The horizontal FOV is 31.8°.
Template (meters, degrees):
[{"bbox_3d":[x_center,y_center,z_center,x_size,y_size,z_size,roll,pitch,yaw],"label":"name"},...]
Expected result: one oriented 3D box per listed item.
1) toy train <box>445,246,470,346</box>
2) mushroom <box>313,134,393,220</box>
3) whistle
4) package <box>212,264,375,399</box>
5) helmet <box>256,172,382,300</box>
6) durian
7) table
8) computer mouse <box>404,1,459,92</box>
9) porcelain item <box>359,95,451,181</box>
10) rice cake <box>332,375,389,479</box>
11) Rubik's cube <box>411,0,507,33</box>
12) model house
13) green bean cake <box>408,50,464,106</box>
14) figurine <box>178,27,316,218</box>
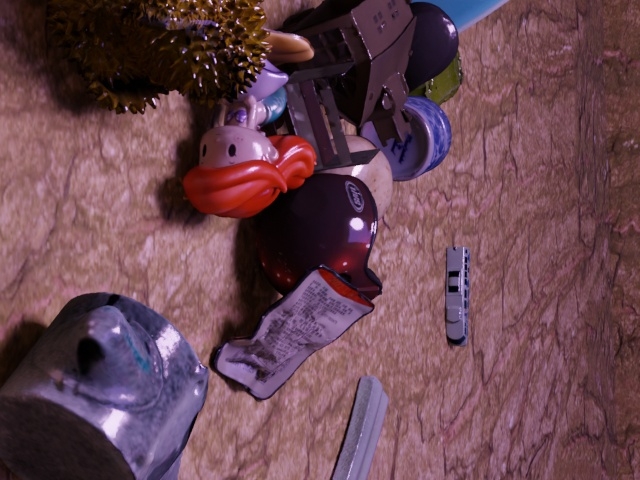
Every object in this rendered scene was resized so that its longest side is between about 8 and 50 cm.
[{"bbox_3d":[0.287,0.118,2.357,0.047,0.043,0.208,12,77,-58],"label":"toy train"},{"bbox_3d":[0.042,-0.090,1.854,0.166,0.127,0.166,-7,100,-44],"label":"mushroom"},{"bbox_3d":[-0.222,0.234,1.280,0.168,0.188,0.405,-61,138,-44],"label":"whistle"},{"bbox_3d":[-0.044,0.136,1.639,0.166,0.232,0.040,37,12,-48],"label":"package"},{"bbox_3d":[0.000,0.000,1.687,0.193,0.216,0.189,11,45,-34],"label":"helmet"},{"bbox_3d":[-0.183,-0.269,1.348,0.293,0.258,0.258,46,48,-57],"label":"durian"},{"bbox_3d":[-0.016,-0.180,1.700,0.062,0.175,0.146,-52,130,-53],"label":"table"},{"bbox_3d":[0.133,-0.320,1.934,0.086,0.269,0.138,-38,99,-24],"label":"computer mouse"},{"bbox_3d":[0.157,-0.187,2.038,0.114,0.147,0.147,-28,113,-58],"label":"porcelain item"},{"bbox_3d":[0.073,0.347,1.955,0.080,0.042,0.222,55,42,-42],"label":"rice cake"},{"bbox_3d":[0.267,-0.598,1.973,0.352,0.351,0.347,51,36,-6],"label":"Rubik's cube"},{"bbox_3d":[0.056,-0.260,1.792,0.243,0.204,0.211,64,35,-20],"label":"model house"},{"bbox_3d":[0.187,-0.358,2.142,0.200,0.113,0.214,-37,118,-55],"label":"green bean cake"},{"bbox_3d":[-0.093,-0.151,1.570,0.208,0.180,0.257,85,13,-85],"label":"figurine"}]
